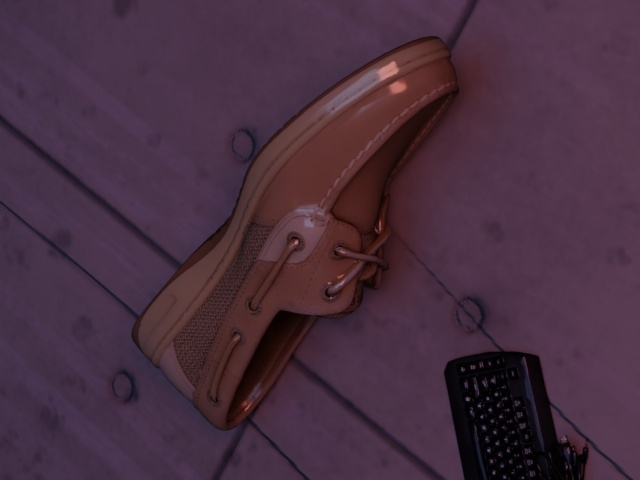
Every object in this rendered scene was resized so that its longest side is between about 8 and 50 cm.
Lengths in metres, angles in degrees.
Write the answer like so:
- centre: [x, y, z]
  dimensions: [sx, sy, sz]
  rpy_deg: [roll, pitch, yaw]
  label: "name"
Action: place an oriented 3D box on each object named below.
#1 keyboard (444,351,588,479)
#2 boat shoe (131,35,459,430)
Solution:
- centre: [0.136, 0.168, 1.175]
  dimensions: [0.100, 0.038, 0.192]
  rpy_deg: [-15, 86, 32]
  label: "keyboard"
- centre: [0.000, 0.000, 1.211]
  dimensions: [0.110, 0.121, 0.341]
  rpy_deg: [51, 127, 14]
  label: "boat shoe"
